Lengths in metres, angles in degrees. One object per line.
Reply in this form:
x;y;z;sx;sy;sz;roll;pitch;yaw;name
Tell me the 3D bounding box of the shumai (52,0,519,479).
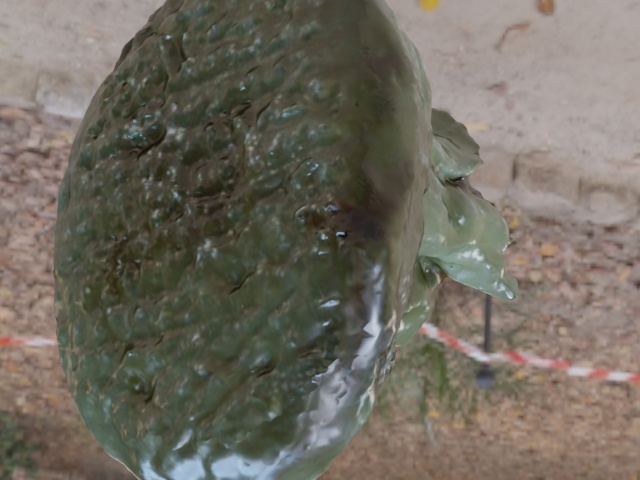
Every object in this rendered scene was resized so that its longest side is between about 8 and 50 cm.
0.000;0.000;0.809;0.324;0.397;0.323;-1;171;39;shumai
